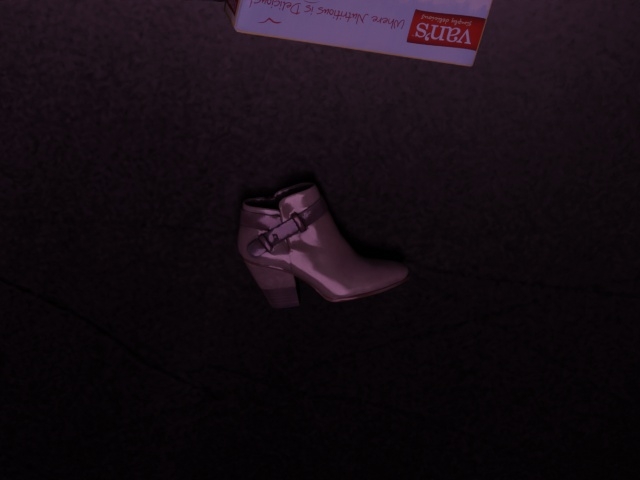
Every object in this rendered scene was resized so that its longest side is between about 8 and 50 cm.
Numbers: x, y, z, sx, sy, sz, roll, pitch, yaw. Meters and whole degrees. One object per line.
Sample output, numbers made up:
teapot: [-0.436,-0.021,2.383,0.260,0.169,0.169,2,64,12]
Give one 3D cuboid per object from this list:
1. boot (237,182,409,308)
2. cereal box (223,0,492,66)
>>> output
boot: [0.000,0.000,1.293,0.118,0.042,0.087,-12,109,-4]
cereal box: [0.047,-0.238,1.151,0.173,0.047,0.240,7,116,-20]
